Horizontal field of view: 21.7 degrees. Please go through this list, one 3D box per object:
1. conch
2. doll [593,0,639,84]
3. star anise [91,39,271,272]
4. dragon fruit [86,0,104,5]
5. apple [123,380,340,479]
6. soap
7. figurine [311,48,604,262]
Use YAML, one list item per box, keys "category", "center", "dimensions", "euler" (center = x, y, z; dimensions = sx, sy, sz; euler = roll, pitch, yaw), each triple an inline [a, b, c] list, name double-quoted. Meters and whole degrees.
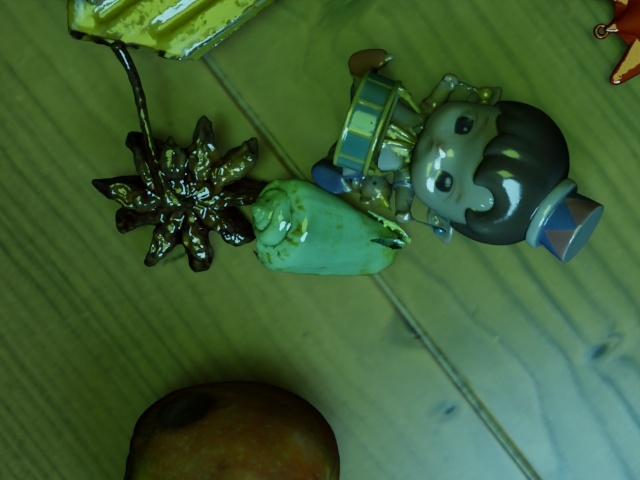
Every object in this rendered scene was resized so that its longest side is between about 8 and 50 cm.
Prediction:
- category: "conch"
  center: [0.000, 0.000, 1.646]
  dimensions: [0.170, 0.079, 0.106]
  euler: [20, 136, -26]
- category: "doll"
  center: [0.344, -0.225, 1.606]
  dimensions: [0.169, 0.057, 0.109]
  euler: [-18, 97, 7]
- category: "star anise"
  center: [-0.157, -0.062, 1.641]
  dimensions: [0.234, 0.073, 0.177]
  euler: [37, 108, -11]
- category: "dragon fruit"
  center: [-0.262, -0.320, 1.551]
  dimensions: [0.161, 0.126, 0.274]
  euler: [-48, 63, 0]
- category: "apple"
  center: [-0.093, 0.245, 1.610]
  dimensions: [0.229, 0.230, 0.230]
  euler: [0, 96, 4]
- category: "soap"
  center: [-0.132, -0.269, 1.627]
  dimensions: [0.257, 0.080, 0.160]
  euler: [-35, 90, 7]
- category: "figurine"
  center: [0.137, -0.074, 1.586]
  dimensions: [0.275, 0.158, 0.161]
  euler: [16, 92, 2]
